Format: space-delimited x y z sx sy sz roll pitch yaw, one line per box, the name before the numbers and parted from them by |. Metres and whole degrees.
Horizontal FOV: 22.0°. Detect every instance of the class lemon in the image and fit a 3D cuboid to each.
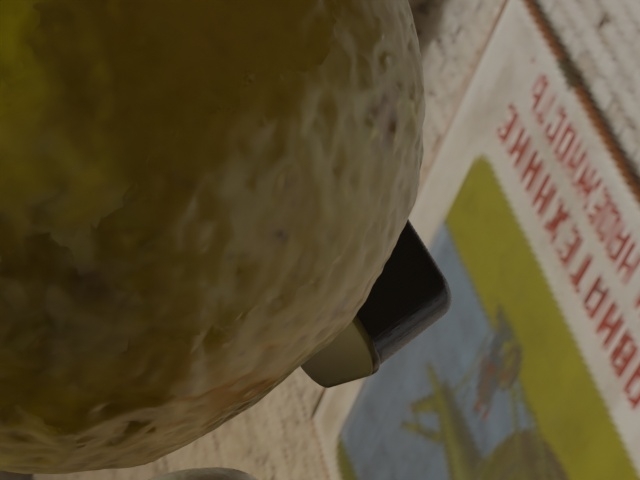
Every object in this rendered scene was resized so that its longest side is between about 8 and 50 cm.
lemon | -0.126 -0.056 0.767 0.350 0.350 0.387 22 -152 -1

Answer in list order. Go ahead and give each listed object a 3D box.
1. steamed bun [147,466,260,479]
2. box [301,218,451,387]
steamed bun | -0.111 0.300 1.511 0.228 0.177 0.131 -3 180 -43
box | 0.000 0.000 1.230 0.090 0.144 0.201 -34 -89 -23
